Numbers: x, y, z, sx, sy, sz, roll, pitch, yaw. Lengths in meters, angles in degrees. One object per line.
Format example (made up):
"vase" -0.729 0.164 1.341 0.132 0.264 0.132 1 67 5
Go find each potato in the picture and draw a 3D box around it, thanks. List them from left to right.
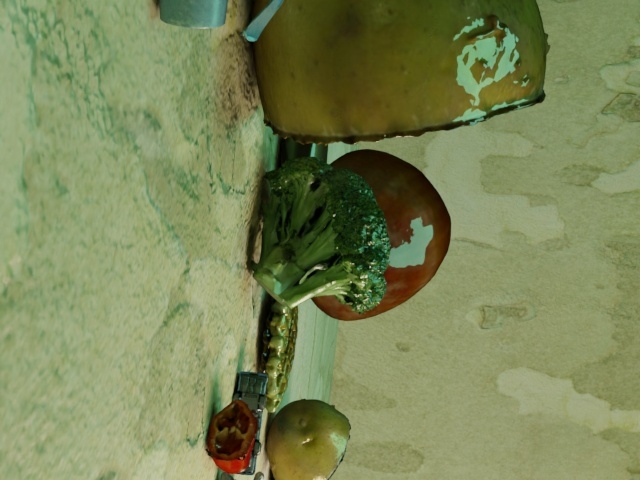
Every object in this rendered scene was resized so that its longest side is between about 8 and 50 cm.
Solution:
"potato" -0.047 0.388 1.898 0.117 0.182 0.202 51 59 -34
"potato" 0.095 -0.315 1.267 0.442 0.385 0.320 -100 -178 -72

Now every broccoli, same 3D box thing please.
"broccoli" 0.000 0.000 1.507 0.241 0.269 0.261 -46 -174 -17

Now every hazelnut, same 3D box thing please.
"hazelnut" 0.099 -0.011 2.041 0.366 0.365 0.366 6 90 -84

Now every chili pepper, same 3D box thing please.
"chili pepper" -0.121 0.291 1.367 0.169 0.064 0.088 97 18 -63

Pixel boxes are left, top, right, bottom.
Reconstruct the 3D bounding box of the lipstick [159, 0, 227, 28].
"lipstick" -0.100 -0.317 0.800 0.061 0.068 0.274 -60 158 -64

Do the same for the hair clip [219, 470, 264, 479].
"hair clip" -0.120 0.434 1.462 0.219 0.071 0.159 85 18 -46

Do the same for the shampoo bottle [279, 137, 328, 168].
"shampoo bottle" -0.032 -0.102 1.683 0.125 0.084 0.350 -54 149 -75

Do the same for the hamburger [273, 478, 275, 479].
"hamburger" -0.034 0.484 2.050 0.183 0.129 0.206 -89 -170 -62

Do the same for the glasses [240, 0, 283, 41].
"glasses" -0.075 -0.299 0.862 0.189 0.088 0.221 31 -77 49

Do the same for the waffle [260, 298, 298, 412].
"waffle" -0.073 0.178 1.721 0.208 0.054 0.214 -67 163 -71

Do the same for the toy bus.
"toy bus" -0.111 0.277 1.480 0.061 0.051 0.153 98 -2 -82
